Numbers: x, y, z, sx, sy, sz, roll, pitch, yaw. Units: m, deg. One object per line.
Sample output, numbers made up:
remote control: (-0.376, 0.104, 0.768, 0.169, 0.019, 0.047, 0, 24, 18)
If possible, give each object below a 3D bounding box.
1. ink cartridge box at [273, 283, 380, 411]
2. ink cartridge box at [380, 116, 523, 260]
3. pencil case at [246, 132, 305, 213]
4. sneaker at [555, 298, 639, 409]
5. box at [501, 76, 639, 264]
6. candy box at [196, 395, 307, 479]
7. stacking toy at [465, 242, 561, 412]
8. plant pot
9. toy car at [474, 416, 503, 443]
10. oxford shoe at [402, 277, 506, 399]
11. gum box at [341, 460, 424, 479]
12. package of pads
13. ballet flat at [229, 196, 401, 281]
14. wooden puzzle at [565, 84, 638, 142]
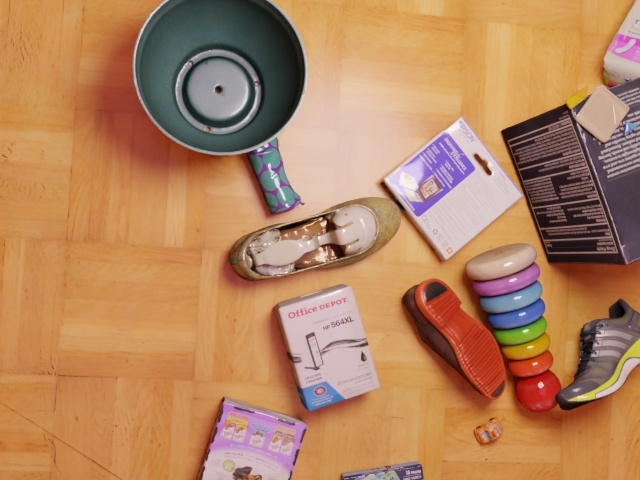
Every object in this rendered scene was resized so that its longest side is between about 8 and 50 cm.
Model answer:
ink cartridge box: (0.011, 0.199, 1.441, 0.148, 0.086, 0.203, -17, 92, -8)
ink cartridge box: (0.261, -0.102, 1.506, 0.208, 0.045, 0.206, -39, 94, -7)
pencil case: (-0.089, -0.127, 1.444, 0.070, 0.064, 0.151, -21, 92, -16)
sneaker: (0.547, 0.226, 1.496, 0.300, 0.111, 0.121, -31, 79, -33)
box: (0.518, -0.120, 1.421, 0.183, 0.296, 0.294, -20, 93, -9)
candy box: (-0.134, 0.413, 1.422, 0.165, 0.070, 0.196, 19, 85, -8)
stacking toy: (0.397, 0.178, 1.484, 0.141, 0.141, 0.330, -21, 97, -9)
plant pot: (-0.180, -0.287, 1.368, 0.293, 0.196, 0.293, 0, 89, -9)
toy car: (0.333, 0.343, 1.509, 0.060, 0.040, 0.122, -11, 91, -9)
oxford shoe: (0.262, 0.194, 1.478, 0.097, 0.098, 0.271, -36, 94, -31)
gum box: (0.129, 0.535, 1.473, 0.157, 0.041, 0.184, -7, 90, -8)
package of pads: (0.723, -0.417, 1.510, 0.229, 0.101, 0.296, 29, 83, 29)
ballet flat: (0.000, 0.000, 1.430, 0.348, 0.123, 0.123, -15, 91, -9)
wooden puzzle: (0.465, -0.210, 1.257, 0.116, 0.014, 0.078, 45, 87, -5)
